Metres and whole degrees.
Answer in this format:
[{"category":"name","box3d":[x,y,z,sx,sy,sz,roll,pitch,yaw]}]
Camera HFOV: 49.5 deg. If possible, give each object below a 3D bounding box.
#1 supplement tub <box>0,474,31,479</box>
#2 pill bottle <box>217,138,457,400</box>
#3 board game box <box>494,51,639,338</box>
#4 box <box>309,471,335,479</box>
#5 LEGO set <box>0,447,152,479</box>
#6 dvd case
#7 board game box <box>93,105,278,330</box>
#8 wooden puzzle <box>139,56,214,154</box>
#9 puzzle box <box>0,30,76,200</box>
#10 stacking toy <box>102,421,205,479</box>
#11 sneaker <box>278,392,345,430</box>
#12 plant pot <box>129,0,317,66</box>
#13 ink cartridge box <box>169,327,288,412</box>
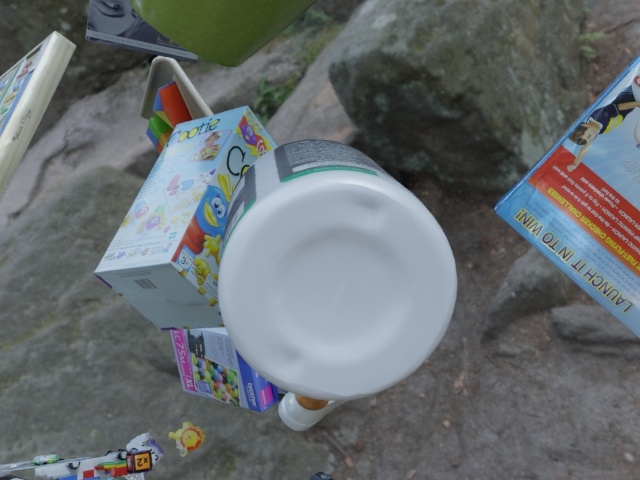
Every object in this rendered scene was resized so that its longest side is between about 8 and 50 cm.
[{"category":"supplement tub","box3d":[-0.484,0.400,0.906,0.338,0.207,0.207,12,46,9]},{"category":"pill bottle","box3d":[0.000,0.000,0.738,0.204,0.204,0.361,-43,15,7]},{"category":"board game box","box3d":[0.427,-0.050,0.829,0.302,0.308,0.086,-49,-5,20]},{"category":"box","box3d":[0.016,0.278,0.682,0.083,0.018,0.067,22,94,32]},{"category":"LEGO set","box3d":[-0.294,0.259,0.744,0.245,0.060,0.182,-7,-12,-4]},{"category":"dvd case","box3d":[-0.231,-0.349,0.963,0.221,0.165,0.018,121,150,-49]},{"category":"board game box","box3d":[-0.160,-0.030,0.959,0.144,0.142,0.275,-7,48,34]},{"category":"wooden puzzle","box3d":[-0.306,-0.221,1.633,0.080,0.347,0.322,-40,1,-26]},{"category":"puzzle box","box3d":[-0.630,-0.196,1.346,0.272,0.052,0.408,-15,51,42]},{"category":"stacking toy","box3d":[-0.302,0.365,1.082,0.221,0.052,0.167,-36,-15,6]},{"category":"sneaker","box3d":[0.045,0.244,1.307,0.290,0.106,0.123,-35,-19,-52]},{"category":"plant pot","box3d":[-0.066,-0.338,0.710,0.293,0.275,0.274,-55,20,21]},{"category":"ink cartridge box","box3d":[-0.208,0.279,1.571,0.311,0.185,0.065,3,20,36]}]
